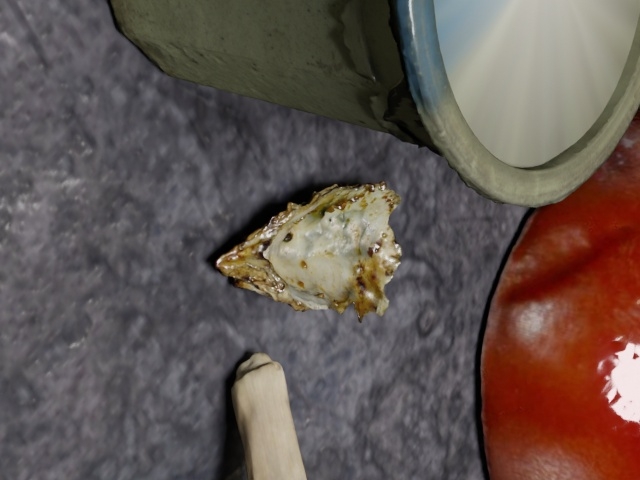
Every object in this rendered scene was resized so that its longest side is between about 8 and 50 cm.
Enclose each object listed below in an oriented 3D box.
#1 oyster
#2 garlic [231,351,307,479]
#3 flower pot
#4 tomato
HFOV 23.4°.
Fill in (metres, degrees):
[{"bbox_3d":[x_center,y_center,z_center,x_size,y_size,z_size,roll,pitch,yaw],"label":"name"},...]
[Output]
[{"bbox_3d":[-0.001,0.000,0.815,0.132,0.029,0.086,26,72,-47],"label":"oyster"},{"bbox_3d":[-0.004,0.162,0.761,0.199,0.199,0.226,23,55,-50],"label":"garlic"},{"bbox_3d":[0.026,-0.129,0.679,0.212,0.202,0.212,-13,107,-47],"label":"flower pot"},{"bbox_3d":[0.250,0.079,1.048,0.338,0.143,0.338,-12,105,-49],"label":"tomato"}]
